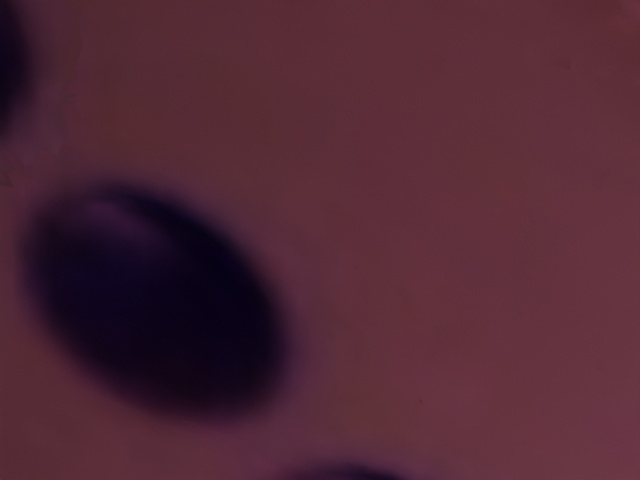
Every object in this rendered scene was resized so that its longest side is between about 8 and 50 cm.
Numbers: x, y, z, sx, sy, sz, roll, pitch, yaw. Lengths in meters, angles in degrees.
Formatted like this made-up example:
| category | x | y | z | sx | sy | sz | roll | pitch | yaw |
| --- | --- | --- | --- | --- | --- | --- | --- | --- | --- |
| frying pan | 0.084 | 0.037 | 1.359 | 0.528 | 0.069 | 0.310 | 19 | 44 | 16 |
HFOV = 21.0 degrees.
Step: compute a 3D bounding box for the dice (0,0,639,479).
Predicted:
| category | x | y | z | sx | sy | sz | roll | pitch | yaw |
| --- | --- | --- | --- | --- | --- | --- | --- | --- | --- |
| dice | 0.013 | -0.061 | 0.518 | 0.304 | 0.304 | 0.277 | -52 | 152 | -54 |
